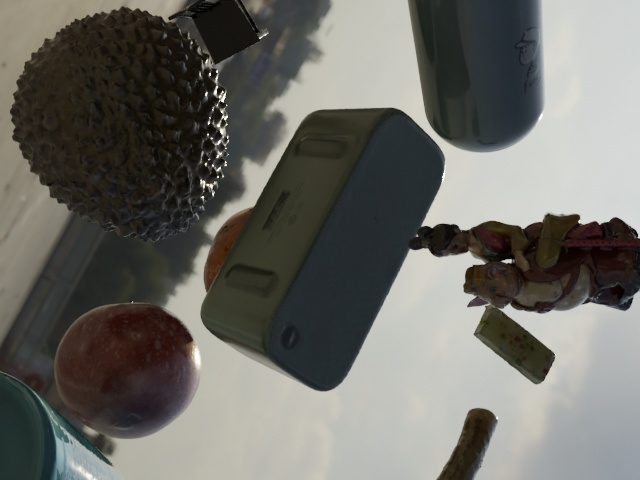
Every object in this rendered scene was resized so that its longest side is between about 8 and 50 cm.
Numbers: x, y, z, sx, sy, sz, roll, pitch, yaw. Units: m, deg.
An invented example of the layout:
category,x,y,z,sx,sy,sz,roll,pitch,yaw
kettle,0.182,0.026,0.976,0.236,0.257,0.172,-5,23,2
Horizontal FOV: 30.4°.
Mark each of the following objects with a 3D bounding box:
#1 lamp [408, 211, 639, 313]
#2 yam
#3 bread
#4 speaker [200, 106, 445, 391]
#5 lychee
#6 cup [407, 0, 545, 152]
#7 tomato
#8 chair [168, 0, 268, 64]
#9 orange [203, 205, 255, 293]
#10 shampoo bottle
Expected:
category,x,y,z,sx,sy,sz,roll,pitch,yaw
lamp,0.229,0.027,1.286,0.118,0.253,0.118,-179,-90,-73
yam,0.229,0.398,1.992,0.299,0.066,0.066,-53,-178,-40
bread,0.327,0.174,1.982,0.068,0.154,0.028,-58,-166,-29
speaker,0.000,0.000,1.719,0.184,0.183,0.406,12,-111,49
lychee,-0.330,-0.197,2.027,0.380,0.380,0.432,-55,-132,33
cup,0.250,-0.305,1.842,0.205,0.205,0.312,-72,156,-48
tomato,-0.357,0.247,2.176,0.270,0.270,0.227,-55,-152,34
chair,-0.158,-0.331,1.829,0.084,0.101,0.212,-26,-167,17
orange,-0.092,0.070,2.285,0.226,0.284,0.284,-14,147,-48
shampoo bottle,-0.442,0.387,1.609,0.331,0.331,0.342,-66,154,-26
